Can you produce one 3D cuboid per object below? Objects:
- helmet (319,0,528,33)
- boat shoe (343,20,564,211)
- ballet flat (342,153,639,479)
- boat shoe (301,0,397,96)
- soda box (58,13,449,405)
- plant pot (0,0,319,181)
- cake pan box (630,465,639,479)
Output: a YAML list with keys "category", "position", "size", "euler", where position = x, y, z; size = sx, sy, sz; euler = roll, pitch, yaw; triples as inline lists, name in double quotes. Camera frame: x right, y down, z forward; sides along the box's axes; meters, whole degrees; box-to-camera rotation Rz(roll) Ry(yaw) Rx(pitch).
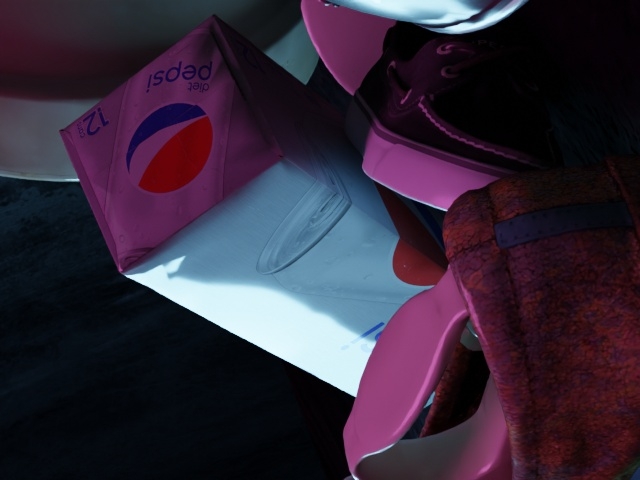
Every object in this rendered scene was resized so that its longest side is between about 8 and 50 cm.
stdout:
- category: "helmet"
  position: [0.029, -0.131, 0.357]
  size: [0.169, 0.161, 0.169]
  euler: [157, 90, -84]
- category: "boat shoe"
  position: [0.064, -0.058, 0.782]
  size: [0.228, 0.080, 0.076]
  euler: [-116, 43, -76]
- category: "ballet flat"
  position: [0.061, 0.098, 0.718]
  size: [0.348, 0.123, 0.123]
  euler: [102, 149, -49]
- category: "boat shoe"
  position: [0.009, -0.156, 0.931]
  size: [0.184, 0.066, 0.063]
  euler: [64, -172, 6]
- category: "soda box"
  position: [0.000, 0.000, 0.910]
  size: [0.286, 0.098, 0.091]
  euler: [34, -155, -55]
- category: "plant pot"
  position: [-0.146, -0.240, 1.035]
  size: [0.280, 0.323, 0.323]
  euler: [97, 154, -44]
- category: "cake pan box"
  position: [0.158, 0.194, 0.876]
  size: [0.267, 0.070, 0.246]
  euler: [-124, 15, -62]
